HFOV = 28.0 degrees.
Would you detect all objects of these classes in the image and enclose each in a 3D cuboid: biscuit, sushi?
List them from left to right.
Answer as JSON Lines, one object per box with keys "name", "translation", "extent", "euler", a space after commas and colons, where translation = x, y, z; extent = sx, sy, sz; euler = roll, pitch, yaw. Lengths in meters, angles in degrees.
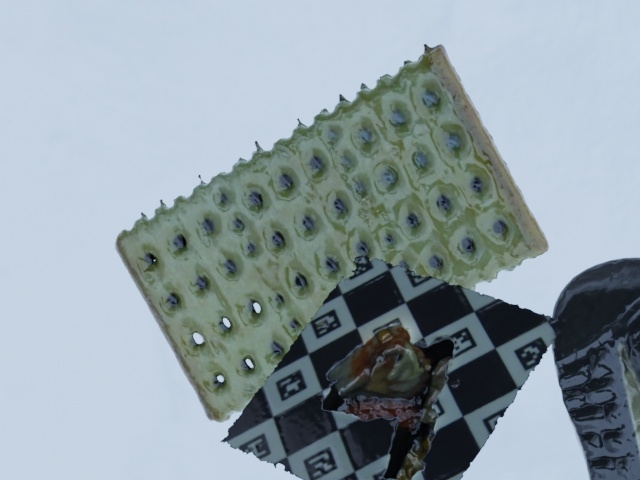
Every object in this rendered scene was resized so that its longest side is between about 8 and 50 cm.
{"name": "biscuit", "translation": [0.000, 0.000, 0.747], "extent": [0.231, 0.016, 0.139], "euler": [-28, 92, 15]}
{"name": "sushi", "translation": [0.035, 0.071, 0.588], "extent": [0.126, 0.026, 0.120], "euler": [17, 60, 41]}

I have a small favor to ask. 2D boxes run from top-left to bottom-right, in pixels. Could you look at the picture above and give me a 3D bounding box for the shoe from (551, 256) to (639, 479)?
{"name": "shoe", "translation": [0.259, 0.183, 0.888], "extent": [0.132, 0.171, 0.336], "euler": [-21, 72, 19]}
